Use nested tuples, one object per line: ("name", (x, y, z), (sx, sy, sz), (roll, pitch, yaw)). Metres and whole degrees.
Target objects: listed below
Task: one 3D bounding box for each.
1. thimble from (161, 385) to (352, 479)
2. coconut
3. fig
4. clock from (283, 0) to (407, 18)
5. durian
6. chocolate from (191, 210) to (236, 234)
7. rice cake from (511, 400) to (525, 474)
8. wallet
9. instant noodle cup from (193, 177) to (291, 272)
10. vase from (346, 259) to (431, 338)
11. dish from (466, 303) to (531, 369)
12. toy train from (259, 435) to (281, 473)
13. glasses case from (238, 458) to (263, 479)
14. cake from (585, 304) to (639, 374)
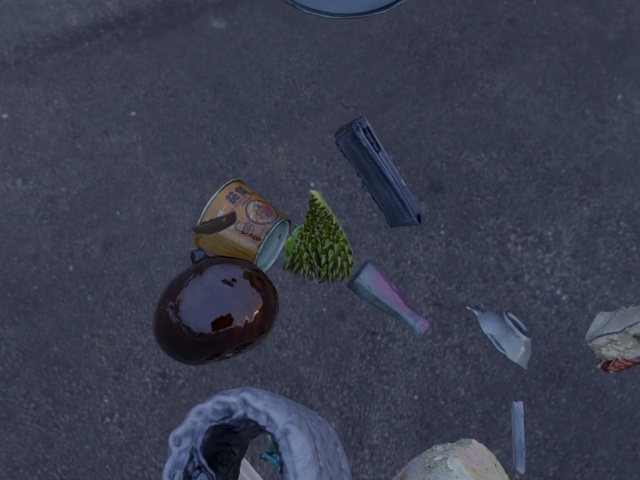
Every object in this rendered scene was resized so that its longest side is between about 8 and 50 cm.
("thimble", (-0.080, 0.314, 0.881), (0.217, 0.157, 0.245), (-37, 56, 8))
("coconut", (0.333, 0.700, 1.817), (0.298, 0.309, 0.297), (34, 26, -19))
("fig", (-0.195, 0.124, 1.252), (0.235, 0.235, 0.214), (-17, 98, -15))
("clock", (0.032, -0.441, 0.870), (0.313, 0.312, 0.061), (1, 14, -2))
("durian", (-0.001, 0.009, 1.539), (0.158, 0.355, 0.169), (7, 78, -8))
("chocolate", (-0.219, -0.031, 1.418), (0.101, 0.031, 0.064), (-17, 8, 26))
("rice cake", (0.556, 0.554, 1.916), (0.036, 0.047, 0.206), (-2, 61, 15))
("wallet", (0.105, -0.119, 1.233), (0.036, 0.167, 0.222), (-35, 95, -9))
("instant noodle cup", (-0.187, -0.024, 1.709), (0.172, 0.215, 0.215), (30, 57, 14))
("vase", (0.168, 0.147, 1.636), (0.214, 0.086, 0.086), (41, 59, -1))
("dish", (0.545, 0.260, 2.001), (0.246, 0.078, 0.224), (49, 20, 20))
("toy train", (-0.042, 0.543, 1.707), (0.203, 0.163, 0.112), (13, 72, 55))
("glasses case", (-0.155, 0.576, 1.538), (0.196, 0.083, 0.050), (48, 32, 12))
("cake", (0.552, 0.165, 1.157), (0.117, 0.220, 0.086), (-43, 102, -30))
